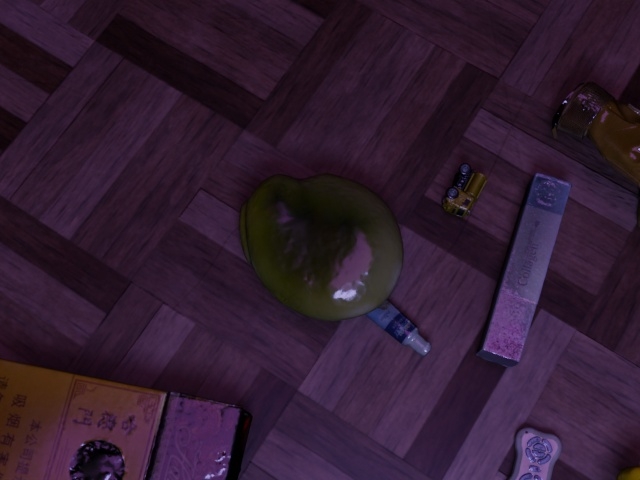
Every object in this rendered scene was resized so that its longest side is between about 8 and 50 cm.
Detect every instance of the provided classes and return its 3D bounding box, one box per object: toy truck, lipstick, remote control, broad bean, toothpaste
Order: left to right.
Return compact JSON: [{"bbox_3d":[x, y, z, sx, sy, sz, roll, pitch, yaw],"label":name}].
[{"bbox_3d":[0.000,0.000,1.298,0.291,0.119,0.238,38,76,19],"label":"broad bean"},{"bbox_3d":[0.095,0.113,1.318,0.216,0.037,0.062,41,76,18],"label":"toothpaste"},{"bbox_3d":[0.244,-0.082,1.369,0.054,0.049,0.083,29,74,7],"label":"toy truck"},{"bbox_3d":[0.335,0.047,1.319,0.066,0.068,0.317,19,74,5],"label":"lipstick"},{"bbox_3d":[0.329,0.354,1.243,0.075,0.032,0.122,15,73,5],"label":"remote control"}]

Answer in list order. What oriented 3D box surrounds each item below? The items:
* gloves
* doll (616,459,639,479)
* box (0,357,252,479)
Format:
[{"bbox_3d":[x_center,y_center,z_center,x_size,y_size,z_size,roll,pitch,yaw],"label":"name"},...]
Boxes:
[{"bbox_3d":[0.537,-0.135,1.334,0.141,0.154,0.331,-38,69,-9],"label":"gloves"},{"bbox_3d":[0.613,0.434,1.156,0.366,0.187,0.376,-10,50,-12],"label":"doll"},{"bbox_3d":[-0.330,0.341,1.207,0.416,0.115,0.264,12,72,4],"label":"box"}]
